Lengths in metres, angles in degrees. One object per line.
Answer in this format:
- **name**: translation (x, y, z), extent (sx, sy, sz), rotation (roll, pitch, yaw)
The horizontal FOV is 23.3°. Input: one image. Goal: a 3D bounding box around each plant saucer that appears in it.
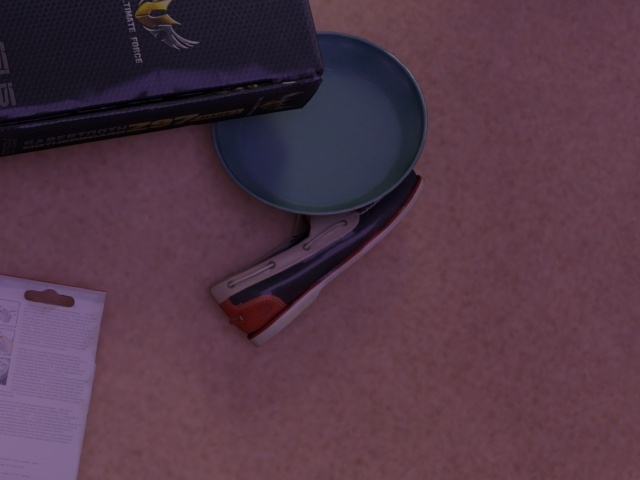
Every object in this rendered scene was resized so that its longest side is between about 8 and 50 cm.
- **plant saucer**: translation (0.000, -0.062, 0.861), extent (0.119, 0.021, 0.119), rotation (-1, 62, 1)

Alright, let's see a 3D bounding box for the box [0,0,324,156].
- **box**: translation (-0.113, -0.171, 0.825), extent (0.183, 0.059, 0.233), rotation (-10, 81, -16)

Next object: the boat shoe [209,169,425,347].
- **boat shoe**: translation (0.000, 0.000, 0.865), extent (0.137, 0.049, 0.043), rotation (-42, 95, -9)

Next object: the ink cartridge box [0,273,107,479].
- **ink cartridge box**: translation (-0.154, 0.079, 0.827), extent (0.063, 0.029, 0.115), rotation (11, 82, -13)
